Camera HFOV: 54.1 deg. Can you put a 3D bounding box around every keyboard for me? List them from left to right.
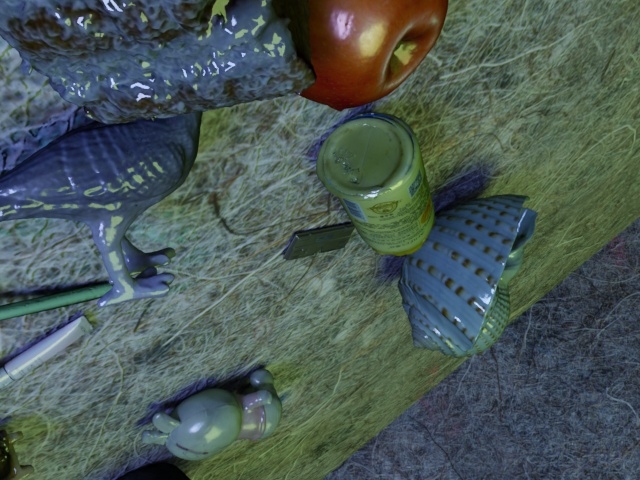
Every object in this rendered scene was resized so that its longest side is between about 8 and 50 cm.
[{"bbox_3d":[0.000,0.000,0.927,0.129,0.015,0.049,-12,137,-46],"label":"keyboard"}]

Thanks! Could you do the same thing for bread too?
[{"bbox_3d":[-0.131,-0.195,0.255,0.165,0.113,0.416,-8,157,13],"label":"bread"}]

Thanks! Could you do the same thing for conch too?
[{"bbox_3d":[0.256,0.050,1.144,0.303,0.215,0.319,57,51,-70],"label":"conch"}]

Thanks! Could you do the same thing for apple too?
[{"bbox_3d":[0.024,-0.184,0.509,0.163,0.139,0.163,-39,152,-26],"label":"apple"}]

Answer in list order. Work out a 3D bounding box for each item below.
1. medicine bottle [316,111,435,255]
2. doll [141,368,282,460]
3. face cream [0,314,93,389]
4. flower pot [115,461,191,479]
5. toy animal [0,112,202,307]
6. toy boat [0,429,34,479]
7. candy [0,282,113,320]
[{"bbox_3d":[0.084,-0.063,0.825,0.124,0.124,0.239,-41,156,-1],"label":"medicine bottle"},{"bbox_3d":[-0.164,0.308,1.073,0.275,0.113,0.155,-7,141,-52],"label":"doll"},{"bbox_3d":[-0.304,0.121,0.688,0.115,0.020,0.038,-36,156,-20],"label":"face cream"},{"bbox_3d":[-0.303,0.563,1.130,0.379,0.251,0.379,-29,152,-17],"label":"flower pot"},{"bbox_3d":[-0.184,-0.034,0.520,0.367,0.081,0.205,-35,132,-18],"label":"toy animal"},{"bbox_3d":[-0.438,0.280,0.686,0.226,0.068,0.088,-19,174,-33],"label":"toy boat"},{"bbox_3d":[-0.312,0.069,0.552,0.097,0.097,0.323,-53,161,24],"label":"candy"}]
